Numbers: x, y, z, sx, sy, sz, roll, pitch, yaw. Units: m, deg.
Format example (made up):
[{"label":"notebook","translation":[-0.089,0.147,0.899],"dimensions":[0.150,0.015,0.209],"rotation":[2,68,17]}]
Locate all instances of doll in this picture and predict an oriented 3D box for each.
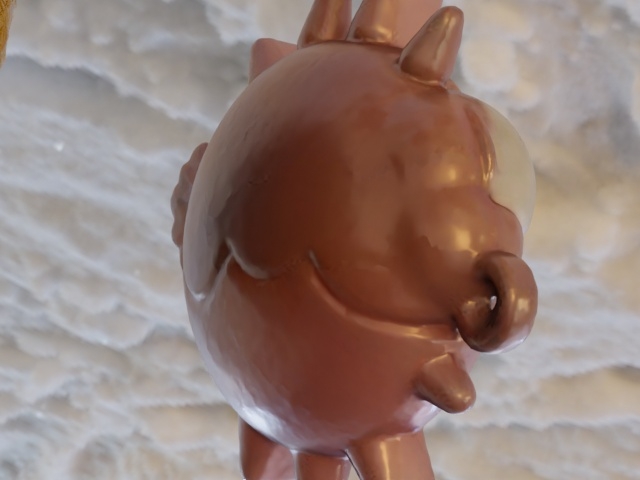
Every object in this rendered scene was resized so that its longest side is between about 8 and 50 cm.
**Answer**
[{"label":"doll","translation":[0.000,0.000,0.535],"dimensions":[0.093,0.211,0.262],"rotation":[7,178,-29]}]

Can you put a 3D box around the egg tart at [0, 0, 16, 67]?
[{"label":"egg tart","translation":[-0.189,-0.045,0.504],"dimensions":[0.128,0.319,0.319],"rotation":[13,152,-15]}]
